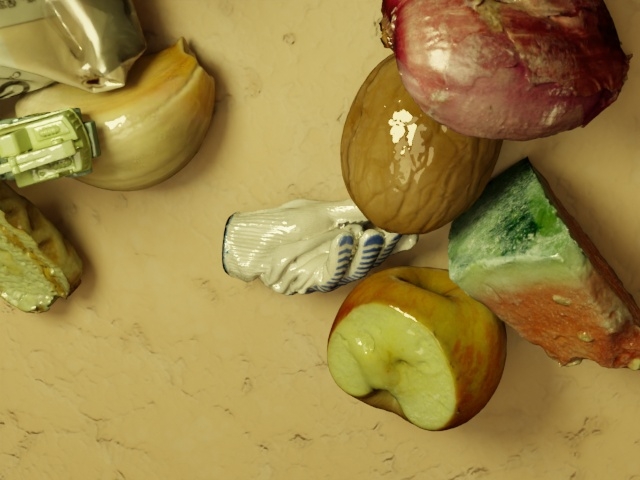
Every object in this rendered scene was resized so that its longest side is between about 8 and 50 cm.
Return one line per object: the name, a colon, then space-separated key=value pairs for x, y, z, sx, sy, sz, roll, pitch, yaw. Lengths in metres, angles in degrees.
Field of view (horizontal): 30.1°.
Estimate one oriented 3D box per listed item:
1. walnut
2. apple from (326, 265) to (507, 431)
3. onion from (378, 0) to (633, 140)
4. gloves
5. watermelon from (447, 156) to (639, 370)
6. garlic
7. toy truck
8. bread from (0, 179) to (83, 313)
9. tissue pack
walnut: x=0.103 y=-0.103 z=1.218 sx=0.167 sy=0.167 sz=0.207 roll=23 pitch=103 yaw=7
apple: x=0.108 y=0.117 z=1.294 sx=0.195 sy=0.160 sz=0.173 roll=21 pitch=109 yaw=32
onion: x=0.202 y=-0.208 z=1.135 sx=0.283 sy=0.227 sz=0.120 roll=2 pitch=151 yaw=-26
gloves: x=-0.001 y=0.003 z=1.326 sx=0.229 sy=0.097 sz=0.119 roll=-4 pitch=62 yaw=24
watermelon: x=0.264 y=0.058 z=1.242 sx=0.256 sy=0.193 sz=0.140 roll=41 pitch=115 yaw=-17
garlic: x=-0.234 y=-0.138 z=1.333 sx=0.245 sy=0.145 sz=0.164 roll=-4 pitch=75 yaw=18
toy truck: x=-0.314 y=-0.088 z=1.214 sx=0.169 sy=0.100 sz=0.077 roll=-6 pitch=103 yaw=4
bread: x=-0.372 y=-0.010 z=1.382 sx=0.128 sy=0.088 sz=0.232 roll=-15 pitch=135 yaw=25
tissue pack: x=-0.412 y=-0.304 z=1.266 sx=0.375 sy=0.195 sz=0.390 roll=-16 pitch=93 yaw=10
